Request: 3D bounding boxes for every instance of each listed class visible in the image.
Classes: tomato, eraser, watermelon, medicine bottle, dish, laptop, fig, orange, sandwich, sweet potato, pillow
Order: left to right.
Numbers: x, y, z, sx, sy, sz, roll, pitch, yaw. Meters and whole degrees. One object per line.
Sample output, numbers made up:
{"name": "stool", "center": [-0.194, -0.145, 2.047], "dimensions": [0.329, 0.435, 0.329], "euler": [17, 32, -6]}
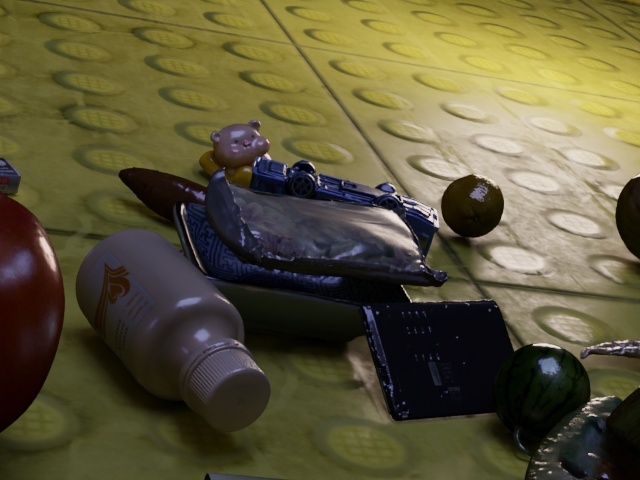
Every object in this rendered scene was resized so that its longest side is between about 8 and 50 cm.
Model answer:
{"name": "tomato", "center": [-0.351, 0.061, 1.157], "dimensions": [0.298, 0.226, 0.298], "euler": [16, 27, -8]}
{"name": "eraser", "center": [-0.415, -0.076, 1.734], "dimensions": [0.122, 0.029, 0.052], "euler": [0, 25, -34]}
{"name": "medicine bottle", "center": [-0.133, 0.087, 1.387], "dimensions": [0.114, 0.114, 0.252], "euler": [-1, 26, -34]}
{"name": "sweet potato", "center": [-0.131, -0.032, 1.775], "dimensions": [0.264, 0.057, 0.057], "euler": [23, 23, 18]}
{"name": "dish", "center": [-0.039, 0.047, 1.589], "dimensions": [0.243, 0.080, 0.182], "euler": [10, 24, -20]}
{"name": "pillow", "center": [0.000, 0.000, 1.552], "dimensions": [0.255, 0.059, 0.169], "euler": [9, 26, -27]}
{"name": "laptop", "center": [0.130, 0.120, 1.521], "dimensions": [0.180, 0.016, 0.129], "euler": [0, 62, -34]}
{"name": "orange", "center": [0.202, -0.044, 1.975], "dimensions": [0.085, 0.085, 0.095], "euler": [12, 26, -5]}
{"name": "watermelon", "center": [0.215, 0.153, 1.471], "dimensions": [0.109, 0.109, 0.109], "euler": [12, 21, -5]}
{"name": "fig", "center": [0.471, 0.007, 1.986], "dimensions": [0.149, 0.149, 0.245], "euler": [12, 38, -7]}
{"name": "sandwich", "center": [0.325, 0.222, 1.277], "dimensions": [0.301, 0.162, 0.250], "euler": [21, 26, 25]}

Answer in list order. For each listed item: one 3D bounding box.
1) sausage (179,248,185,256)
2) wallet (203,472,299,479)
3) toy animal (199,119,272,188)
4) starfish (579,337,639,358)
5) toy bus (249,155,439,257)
{"name": "sausage", "center": [-0.121, 0.030, 1.650], "dimensions": [0.083, 0.034, 0.034], "euler": [11, 21, -11]}
{"name": "wallet", "center": [-0.012, 0.232, 1.204], "dimensions": [0.155, 0.039, 0.110], "euler": [7, 19, -18]}
{"name": "toy animal", "center": [-0.095, -0.116, 1.968], "dimensions": [0.114, 0.082, 0.091], "euler": [-6, 30, -44]}
{"name": "starfish", "center": [0.446, 0.145, 1.705], "dimensions": [0.295, 0.048, 0.231], "euler": [3, 24, -25]}
{"name": "toy bus", "center": [0.024, -0.032, 1.819], "dimensions": [0.236, 0.094, 0.079], "euler": [15, 15, -4]}
